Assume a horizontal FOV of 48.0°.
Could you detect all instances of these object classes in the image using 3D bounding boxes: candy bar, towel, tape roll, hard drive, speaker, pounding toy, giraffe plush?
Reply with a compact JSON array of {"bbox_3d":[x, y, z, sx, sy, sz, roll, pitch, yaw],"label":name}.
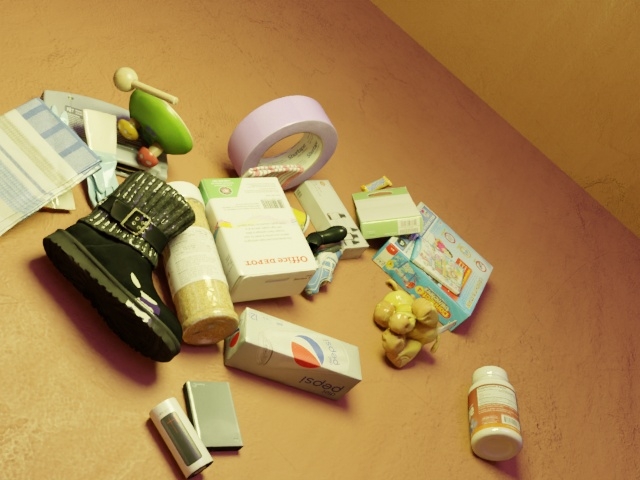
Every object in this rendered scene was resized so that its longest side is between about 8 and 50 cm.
[{"bbox_3d":[0.176,-0.172,2.258,0.040,0.018,0.161,49,35,11],"label":"candy bar"},{"bbox_3d":[-0.595,-0.139,1.389,0.209,0.034,0.285,45,58,4],"label":"towel"},{"bbox_3d":[-0.147,-0.137,1.804,0.197,0.144,0.029,-11,66,-49],"label":"towel"},{"bbox_3d":[-0.096,-0.242,1.850,0.275,0.275,0.090,-2,53,-45],"label":"tape roll"},{"bbox_3d":[-0.203,0.329,1.352,0.094,0.022,0.135,10,45,-36],"label":"hard drive"},{"bbox_3d":[-0.246,0.346,1.265,0.055,0.055,0.136,-14,63,-50],"label":"speaker"},{"bbox_3d":[-0.391,-0.253,1.603,0.183,0.237,0.110,35,69,18],"label":"pounding toy"},{"bbox_3d":[0.207,0.187,1.796,0.210,0.181,0.170,-8,36,-35],"label":"giraffe plush"}]

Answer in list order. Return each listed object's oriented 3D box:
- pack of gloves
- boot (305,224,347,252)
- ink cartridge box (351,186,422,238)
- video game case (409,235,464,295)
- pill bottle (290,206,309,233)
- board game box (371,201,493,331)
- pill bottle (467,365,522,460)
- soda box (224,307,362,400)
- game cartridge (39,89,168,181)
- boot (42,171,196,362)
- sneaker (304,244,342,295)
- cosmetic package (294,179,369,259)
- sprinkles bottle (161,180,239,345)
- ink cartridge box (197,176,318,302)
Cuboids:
[{"bbox_3d":[-0.522,-0.169,1.529,0.195,0.046,0.232,6,74,-50],"label":"pack of gloves"},{"bbox_3d":[0.000,-0.001,1.827,0.099,0.121,0.045,-38,116,-65],"label":"boot"},{"bbox_3d":[0.187,-0.082,2.065,0.171,0.056,0.235,-7,23,-2],"label":"ink cartridge box"},{"bbox_3d":[0.325,0.067,1.991,0.166,0.015,0.119,36,36,-6],"label":"video game case"},{"bbox_3d":[-0.092,-0.058,1.839,0.116,0.065,0.065,24,38,-22],"label":"pill bottle"},{"bbox_3d":[0.333,0.067,2.090,0.302,0.086,0.308,43,35,2],"label":"board game box"},{"bbox_3d":[0.424,0.419,1.766,0.121,0.121,0.216,30,36,-16],"label":"pill bottle"},{"bbox_3d":[-0.056,0.244,1.520,0.286,0.098,0.091,24,39,-25],"label":"soda box"},{"bbox_3d":[-0.500,-0.243,1.662,0.294,0.060,0.196,16,46,-32],"label":"game cartridge"},{"bbox_3d":[-0.325,0.038,1.387,0.348,0.131,0.260,45,55,6],"label":"boot"},{"bbox_3d":[-0.002,0.071,1.793,0.211,0.080,0.081,-34,103,-56],"label":"sneaker"},{"bbox_3d":[0.029,-0.060,1.960,0.099,0.060,0.239,-4,55,-47],"label":"cosmetic package"},{"bbox_3d":[-0.271,0.042,1.510,0.121,0.121,0.355,8,47,-39],"label":"sprinkles bottle"},{"bbox_3d":[-0.156,-0.006,1.651,0.201,0.117,0.278,-4,55,-33],"label":"ink cartridge box"}]
